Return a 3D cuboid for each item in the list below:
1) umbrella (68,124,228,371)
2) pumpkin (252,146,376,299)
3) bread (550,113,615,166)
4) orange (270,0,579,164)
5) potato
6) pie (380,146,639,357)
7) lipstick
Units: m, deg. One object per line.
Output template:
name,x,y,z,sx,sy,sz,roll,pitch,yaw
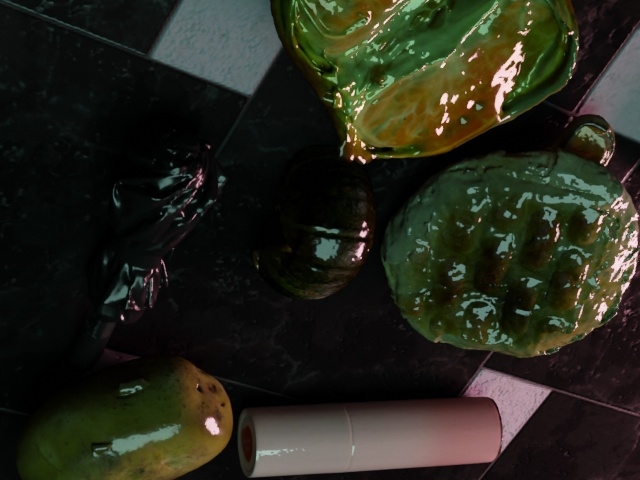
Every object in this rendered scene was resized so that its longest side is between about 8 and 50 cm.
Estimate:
umbrella,-0.204,0.020,1.554,0.118,0.118,0.340,10,132,-25
pumpkin,0.000,0.000,1.597,0.119,0.107,0.183,1,128,-26
bread,0.271,-0.060,1.670,0.073,0.053,0.214,20,122,-10
orange,0.099,-0.227,1.393,0.263,0.196,0.334,-24,128,20
potato,-0.225,0.216,1.656,0.228,0.148,0.197,-29,170,18
pie,0.218,0.023,1.659,0.306,0.071,0.306,5,125,7
lipstick,0.063,0.245,1.818,0.327,0.087,0.087,0,127,-19
